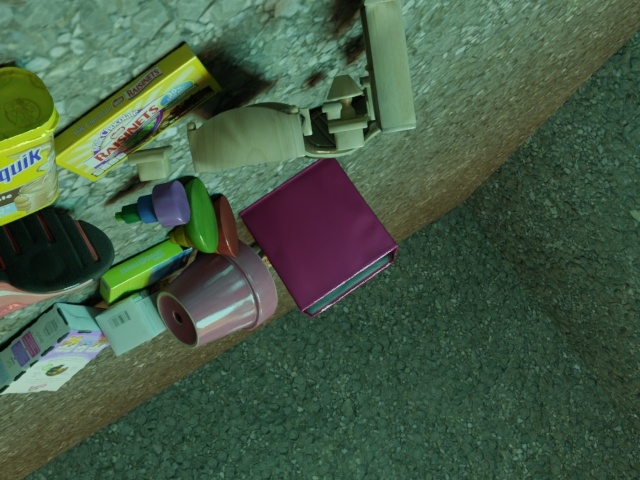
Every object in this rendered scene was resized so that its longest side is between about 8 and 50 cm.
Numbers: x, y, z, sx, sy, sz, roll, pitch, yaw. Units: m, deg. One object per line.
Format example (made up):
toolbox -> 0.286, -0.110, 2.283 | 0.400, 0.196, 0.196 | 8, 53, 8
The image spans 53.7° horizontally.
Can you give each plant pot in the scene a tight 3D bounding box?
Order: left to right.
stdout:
plant pot -> -0.218, 0.117, 1.275 | 0.180, 0.201, 0.201 | -34, 171, -38

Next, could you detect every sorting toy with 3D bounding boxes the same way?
sorting toy -> -0.245, -0.028, 1.089 | 0.126, 0.127, 0.365 | -12, 173, 6

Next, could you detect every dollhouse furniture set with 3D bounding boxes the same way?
dollhouse furniture set -> -0.063, -0.220, 0.872 | 0.355, 0.174, 0.303 | -8, -163, 3

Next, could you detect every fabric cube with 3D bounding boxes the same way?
fabric cube -> 0.000, 0.000, 1.471 | 0.254, 0.258, 0.259 | -35, 169, -3

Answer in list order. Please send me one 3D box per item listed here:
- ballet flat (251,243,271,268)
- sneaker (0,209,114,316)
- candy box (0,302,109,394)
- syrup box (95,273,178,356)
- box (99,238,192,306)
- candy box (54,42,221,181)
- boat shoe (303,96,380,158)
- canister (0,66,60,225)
ballet flat -> -0.217, 0.075, 1.671 | 0.241, 0.091, 0.077 | -38, 139, -4
sneaker -> -0.436, 0.050, 0.837 | 0.314, 0.116, 0.136 | -19, 173, -33
candy box -> -0.521, 0.215, 1.247 | 0.196, 0.070, 0.165 | -40, 162, 6
syrup box -> -0.361, 0.151, 1.336 | 0.093, 0.096, 0.237 | -28, -177, 12
box -> -0.345, 0.058, 1.250 | 0.178, 0.042, 0.109 | -30, 169, -29
candy box -> -0.222, -0.149, 0.765 | 0.206, 0.027, 0.105 | -35, 167, 2
boat shoe -> 0.041, -0.198, 1.181 | 0.257, 0.095, 0.095 | -27, 173, -38
canister -> -0.325, -0.081, 0.627 | 0.126, 0.073, 0.170 | -29, 169, -28
